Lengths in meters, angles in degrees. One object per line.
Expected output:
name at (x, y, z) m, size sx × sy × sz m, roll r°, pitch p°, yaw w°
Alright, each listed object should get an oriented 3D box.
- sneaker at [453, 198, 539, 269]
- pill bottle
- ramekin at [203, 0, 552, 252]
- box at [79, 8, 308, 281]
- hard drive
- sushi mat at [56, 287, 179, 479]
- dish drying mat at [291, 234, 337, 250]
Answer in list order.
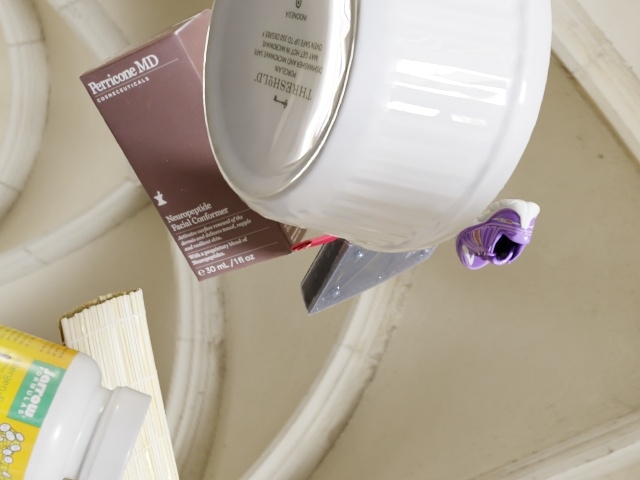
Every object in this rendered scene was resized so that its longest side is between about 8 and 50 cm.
sneaker at (0.216, 0.005, 1.059) m, size 0.170 × 0.068 × 0.071 m, roll 122°, pitch -19°, yaw -66°
pill bottle at (-0.248, 0.131, 0.661) m, size 0.117 × 0.208 × 0.117 m, roll -159°, pitch -90°, yaw -83°
ramekin at (0.018, -0.128, 0.584) m, size 0.273 × 0.127 × 0.272 m, roll -8°, pitch -99°, yaw 56°
box at (-0.181, -0.140, 1.305) m, size 0.191 × 0.143 × 0.381 m, roll -18°, pitch -69°, yaw 25°
hard drive at (0.090, 0.002, 1.154) m, size 0.054 × 0.255 × 0.172 m, roll 50°, pitch -42°, yaw 21°
sushi mat at (-0.181, 0.208, 0.813) m, size 0.019 × 0.151 × 0.316 m, roll -9°, pitch -83°, yaw 17°
dish drying mat at (0.000, 0.000, 0.986) m, size 0.032 × 0.083 × 0.008 m, roll -27°, pitch -97°, yaw 32°
